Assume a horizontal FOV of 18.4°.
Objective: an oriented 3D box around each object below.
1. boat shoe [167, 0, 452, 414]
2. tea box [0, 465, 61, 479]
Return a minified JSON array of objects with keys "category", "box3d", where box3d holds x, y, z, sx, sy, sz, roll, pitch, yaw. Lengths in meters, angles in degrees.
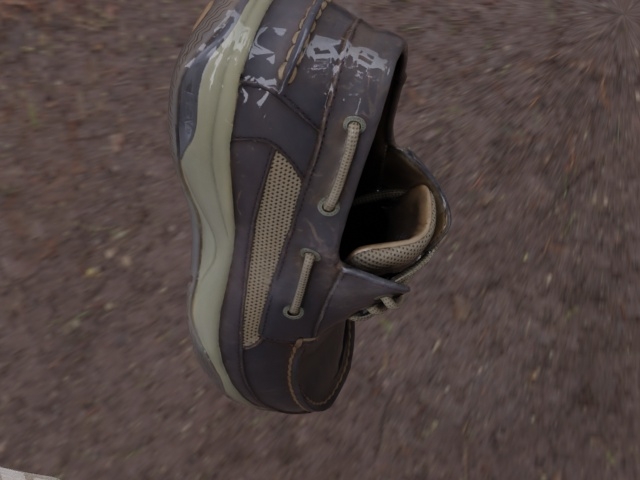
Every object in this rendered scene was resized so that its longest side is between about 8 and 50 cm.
[{"category":"boat shoe","box3d":[0.000,0.000,1.139,0.130,0.355,0.132,15,58,15]},{"category":"tea box","box3d":[-0.313,0.245,1.200,0.324,0.329,0.220,9,72,3]}]
